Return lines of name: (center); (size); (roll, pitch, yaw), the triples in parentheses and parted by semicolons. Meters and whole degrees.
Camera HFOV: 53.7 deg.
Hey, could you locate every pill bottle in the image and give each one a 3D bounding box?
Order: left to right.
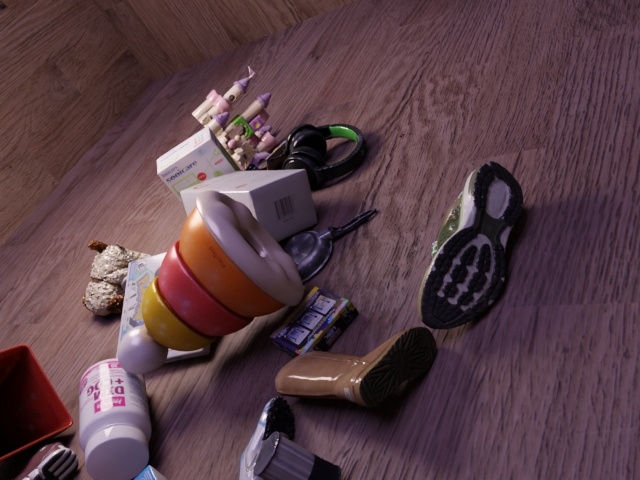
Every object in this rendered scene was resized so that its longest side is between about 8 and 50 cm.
pill bottle: (-0.488, 0.423, 1.502); (0.160, 0.160, 0.283); (-36, 32, -1)

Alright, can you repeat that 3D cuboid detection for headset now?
headset: (-0.044, -0.246, 2.025); (0.395, 0.185, 0.243); (-10, 41, 11)

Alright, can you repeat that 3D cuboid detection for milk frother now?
milk frother: (-0.059, 0.437, 1.108); (0.129, 0.135, 0.143); (-49, 13, 45)

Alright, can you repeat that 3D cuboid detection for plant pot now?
plant pot: (-0.871, 0.473, 1.655); (0.236, 0.267, 0.267); (-43, -13, 28)

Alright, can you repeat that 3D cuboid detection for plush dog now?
plush dog: (-0.686, 0.136, 2.062); (0.263, 0.211, 0.225); (-2, 69, 41)

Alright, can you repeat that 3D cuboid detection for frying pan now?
frying pan: (-0.004, 0.020, 1.690); (0.326, 0.053, 0.197); (-24, 35, 24)

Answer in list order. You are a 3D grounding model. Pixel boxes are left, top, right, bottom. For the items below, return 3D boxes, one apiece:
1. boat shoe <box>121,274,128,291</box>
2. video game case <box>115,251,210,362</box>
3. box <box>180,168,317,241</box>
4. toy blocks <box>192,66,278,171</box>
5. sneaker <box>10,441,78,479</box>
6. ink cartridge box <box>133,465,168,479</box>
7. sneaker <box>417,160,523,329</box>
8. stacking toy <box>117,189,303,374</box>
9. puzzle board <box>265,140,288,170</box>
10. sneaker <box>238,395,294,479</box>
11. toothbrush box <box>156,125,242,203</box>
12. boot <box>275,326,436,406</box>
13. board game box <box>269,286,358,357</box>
boat shoe: (-0.440, 0.097, 1.938); (0.341, 0.127, 0.158); (-6, 35, 27)
video game case: (-0.427, 0.179, 1.755); (0.300, 0.036, 0.328); (-14, 58, 23)
box: (-0.213, -0.099, 1.853); (0.215, 0.168, 0.345); (-27, 22, -39)
toy blocks: (-0.254, -0.423, 2.263); (0.260, 0.288, 0.309); (-43, 29, -1)
sneaker: (-0.734, 0.611, 1.560); (0.281, 0.106, 0.163); (-40, 25, -24)
ink cartridge box: (-0.391, 0.590, 1.272); (0.231, 0.078, 0.134); (-43, 32, -12)
sneaker: (0.300, 0.028, 1.357); (0.410, 0.158, 0.182); (-58, 7, -29)
stacking toy: (-0.313, 0.143, 1.529); (0.480, 0.350, 0.350); (-41, 31, 7)
puzzle board: (-0.149, -0.280, 2.159); (0.011, 0.128, 0.096); (41, 75, 14)
sneaker: (-0.115, 0.411, 1.249); (0.086, 0.085, 0.237); (-26, 29, 31)
toothbrush box: (-0.367, -0.194, 2.077); (0.206, 0.283, 0.122); (-32, 32, 5)
boot: (0.066, 0.245, 1.281); (0.236, 0.089, 0.270); (-25, 9, -36)
board game box: (-0.016, 0.197, 1.465); (0.170, 0.048, 0.141); (-47, 32, -18)
